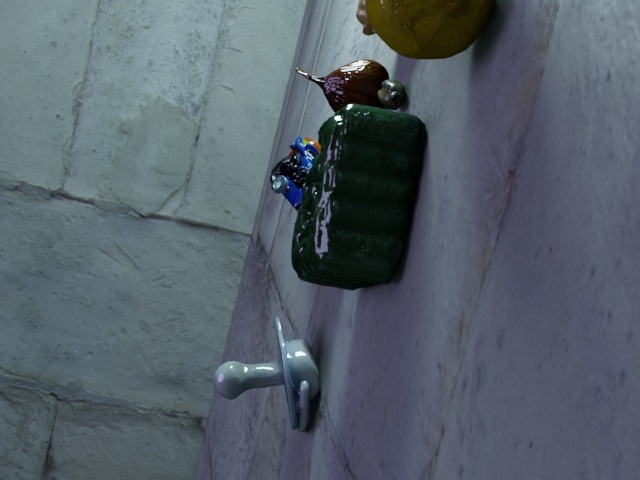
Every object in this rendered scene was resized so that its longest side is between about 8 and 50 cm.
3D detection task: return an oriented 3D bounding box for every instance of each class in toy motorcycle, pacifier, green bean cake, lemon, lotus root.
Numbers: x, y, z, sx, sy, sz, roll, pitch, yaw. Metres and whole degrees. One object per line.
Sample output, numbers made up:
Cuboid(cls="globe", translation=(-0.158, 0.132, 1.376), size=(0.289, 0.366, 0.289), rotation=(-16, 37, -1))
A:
Cuboid(cls="toy motorcycle", translation=(-0.013, -0.136, 2.043), size=(0.169, 0.113, 0.315), rotation=(-45, 39, 5))
Cuboid(cls="pacifier", translation=(-0.117, 0.302, 1.964), size=(0.287, 0.226, 0.238), rotation=(-104, 9, -69))
Cuboid(cls="green bean cake", translation=(0.053, -0.072, 1.638), size=(0.308, 0.169, 0.300), rotation=(147, 134, -77))
Cuboid(cls="lemon", translation=(0.160, -0.366, 1.347), size=(0.231, 0.192, 0.192), rotation=(-118, 41, -64))
Cuboid(cls="lotus root", translation=(0.139, -0.278, 1.733), size=(0.099, 0.049, 0.054), rotation=(-105, 37, -69))

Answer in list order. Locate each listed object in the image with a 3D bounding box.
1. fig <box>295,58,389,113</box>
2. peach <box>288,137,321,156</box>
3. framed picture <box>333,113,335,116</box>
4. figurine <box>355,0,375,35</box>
Cuboid(cls="fig", translation=(0.044, -0.327, 1.905), size=(0.134, 0.201, 0.146), rotation=(-76, 12, -53))
Cuboid(cls="peach", translation=(-0.033, -0.194, 2.211), size=(0.101, 0.100, 0.101), rotation=(-168, 90, -79))
Cuboid(cls="framed picture", translation=(0.057, -0.304, 2.183), size=(0.183, 0.011, 0.142), rotation=(-58, 17, 19))
Cuboid(cls="figurine", translation=(0.147, -0.455, 1.821), size=(0.196, 0.108, 0.114), rotation=(-129, 40, -54))
